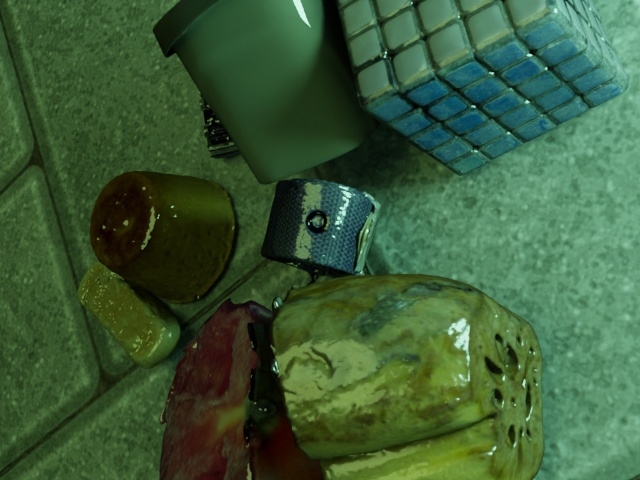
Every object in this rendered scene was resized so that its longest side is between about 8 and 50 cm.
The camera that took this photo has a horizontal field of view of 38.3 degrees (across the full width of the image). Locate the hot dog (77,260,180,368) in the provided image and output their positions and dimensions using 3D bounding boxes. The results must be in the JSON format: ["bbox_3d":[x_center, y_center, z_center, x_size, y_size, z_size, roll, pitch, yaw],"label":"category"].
[{"bbox_3d":[-0.287,0.113,1.416,0.242,0.073,0.084,34,95,40],"label":"hot dog"}]

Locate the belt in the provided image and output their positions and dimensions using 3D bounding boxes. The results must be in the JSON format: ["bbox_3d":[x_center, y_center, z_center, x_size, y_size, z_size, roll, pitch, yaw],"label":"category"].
[{"bbox_3d":[0.000,0.000,1.145,0.139,0.230,0.126,13,85,1],"label":"belt"}]

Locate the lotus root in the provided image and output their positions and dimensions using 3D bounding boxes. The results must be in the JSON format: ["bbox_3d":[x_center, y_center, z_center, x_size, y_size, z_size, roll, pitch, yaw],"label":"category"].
[{"bbox_3d":[0.097,0.173,0.983,0.250,0.316,0.316,-14,70,25],"label":"lotus root"}]

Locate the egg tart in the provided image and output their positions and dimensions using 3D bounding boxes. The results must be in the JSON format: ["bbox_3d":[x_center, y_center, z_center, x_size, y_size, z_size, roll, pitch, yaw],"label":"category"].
[{"bbox_3d":[-0.243,-0.011,1.369,0.202,0.147,0.203,-8,75,34],"label":"egg tart"}]

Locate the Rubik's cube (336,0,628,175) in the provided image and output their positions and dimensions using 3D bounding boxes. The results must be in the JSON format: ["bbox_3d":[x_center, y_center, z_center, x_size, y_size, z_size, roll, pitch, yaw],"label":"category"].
[{"bbox_3d":[0.178,-0.249,1.057,0.237,0.237,0.238,-25,63,27],"label":"Rubik's cube"}]

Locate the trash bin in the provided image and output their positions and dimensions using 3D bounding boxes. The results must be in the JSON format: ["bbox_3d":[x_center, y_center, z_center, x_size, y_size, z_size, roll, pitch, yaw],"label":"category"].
[{"bbox_3d":[-0.050,-0.225,1.136,0.219,0.220,0.250,-21,110,23],"label":"trash bin"}]

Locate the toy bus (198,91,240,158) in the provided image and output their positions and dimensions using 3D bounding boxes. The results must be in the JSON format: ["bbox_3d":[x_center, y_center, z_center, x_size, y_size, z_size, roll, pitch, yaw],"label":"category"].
[{"bbox_3d":[-0.152,-0.175,1.398,0.052,0.058,0.102,-13,69,4],"label":"toy bus"}]

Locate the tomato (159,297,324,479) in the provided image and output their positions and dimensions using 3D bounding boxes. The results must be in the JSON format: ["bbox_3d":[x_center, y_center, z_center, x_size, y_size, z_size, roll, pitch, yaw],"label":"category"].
[{"bbox_3d":[-0.081,0.247,1.170,0.289,0.176,0.335,-28,56,51],"label":"tomato"}]
